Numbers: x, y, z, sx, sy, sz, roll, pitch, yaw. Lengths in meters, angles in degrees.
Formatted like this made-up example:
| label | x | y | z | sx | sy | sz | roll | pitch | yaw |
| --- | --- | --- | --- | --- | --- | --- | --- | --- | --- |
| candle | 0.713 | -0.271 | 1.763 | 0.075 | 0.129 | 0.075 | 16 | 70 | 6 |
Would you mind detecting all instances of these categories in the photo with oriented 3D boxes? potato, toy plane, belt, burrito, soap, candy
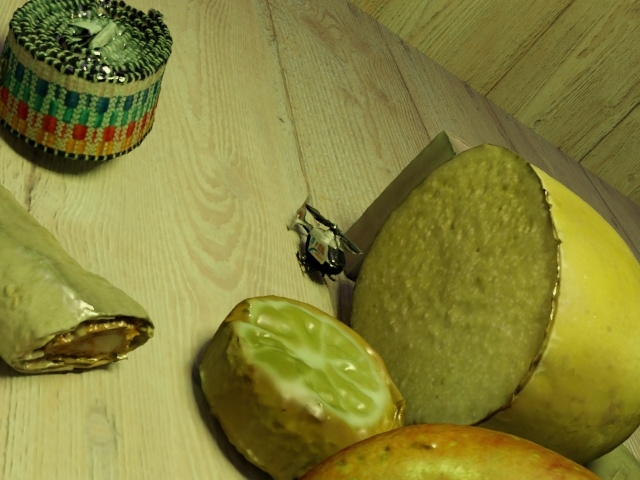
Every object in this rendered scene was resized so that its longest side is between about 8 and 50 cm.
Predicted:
| label | x | y | z | sx | sy | sz | roll | pitch | yaw |
| --- | --- | --- | --- | --- | --- | --- | --- | --- | --- |
| potato | 0.269 | 0.126 | 1.216 | 0.319 | 0.385 | 0.442 | 27 | 30 | -24 |
| toy plane | -0.001 | 0.000 | 1.416 | 0.053 | 0.078 | 0.197 | 21 | 17 | -33 |
| belt | -0.316 | -0.218 | 1.217 | 0.206 | 0.161 | 0.295 | 18 | 28 | -10 |
| burrito | -0.309 | 0.024 | 0.897 | 0.299 | 0.105 | 0.143 | 41 | 21 | 2 |
| soap | 0.228 | -0.002 | 1.504 | 0.296 | 0.285 | 0.107 | 28 | 30 | -29 |
| candy | -0.018 | 0.173 | 1.064 | 0.259 | 0.118 | 0.260 | 33 | 24 | -17 |

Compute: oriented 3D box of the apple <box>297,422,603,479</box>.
| label | x | y | z | sx | sy | sz | roll | pitch | yaw |
| --- | --- | --- | --- | --- | --- | --- | --- | --- | --- |
| apple | 0.110 | 0.332 | 0.654 | 0.374 | 0.374 | 0.384 | 16 | 21 | -44 |

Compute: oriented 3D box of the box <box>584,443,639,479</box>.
| label | x | y | z | sx | sy | sz | roll | pitch | yaw |
| --- | --- | --- | --- | --- | --- | --- | --- | --- | --- |
| box | 0.366 | 0.372 | 1.256 | 0.149 | 0.155 | 0.231 | 50 | 25 | 15 |
